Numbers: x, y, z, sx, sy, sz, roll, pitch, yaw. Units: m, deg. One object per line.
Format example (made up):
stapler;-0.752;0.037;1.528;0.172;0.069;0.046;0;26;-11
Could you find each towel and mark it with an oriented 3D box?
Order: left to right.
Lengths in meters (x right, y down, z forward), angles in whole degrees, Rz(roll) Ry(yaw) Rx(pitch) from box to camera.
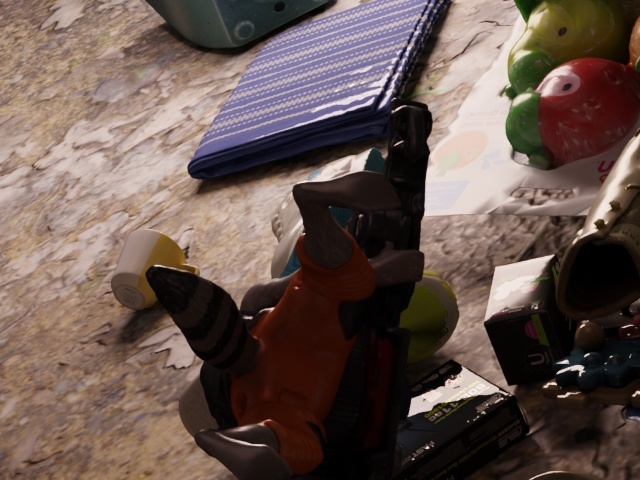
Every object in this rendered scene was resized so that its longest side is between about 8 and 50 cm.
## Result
towel;0.004;-0.174;2.148;0.243;0.040;0.336;-15;25;24

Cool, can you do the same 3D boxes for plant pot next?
plant pot;-0.107;-0.381;2.408;0.247;0.247;0.252;-28;42;-6

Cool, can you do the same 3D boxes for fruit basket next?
fruit basket;0.256;-0.151;1.718;0.327;0.165;0.353;0;38;42

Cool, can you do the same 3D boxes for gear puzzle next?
gear puzzle;0.313;0.072;1.304;0.175;0.044;0.339;-24;16;-40

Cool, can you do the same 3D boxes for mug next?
mug;-0.164;0.031;1.866;0.078;0.062;0.064;-14;34;36

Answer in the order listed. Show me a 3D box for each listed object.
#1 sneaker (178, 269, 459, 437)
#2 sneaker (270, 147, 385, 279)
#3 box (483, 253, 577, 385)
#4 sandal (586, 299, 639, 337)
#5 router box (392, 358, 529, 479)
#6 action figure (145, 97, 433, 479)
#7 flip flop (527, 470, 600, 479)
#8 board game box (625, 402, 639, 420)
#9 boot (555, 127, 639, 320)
sneaker;0.002;0.094;1.589;0.240;0.091;0.126;-23;7;5
sneaker;0.000;0.000;1.759;0.092;0.087;0.229;-20;18;28
box;0.163;0.061;1.505;0.052;0.062;0.083;-13;27;21
sandal;0.271;0.016;1.520;0.179;0.040;0.067;-35;27;-20
router box;0.079;0.146;1.446;0.122;0.038;0.092;-33;27;-16
action figure;-0.017;0.043;1.330;0.178;0.341;0.330;8;-15;0
flip flop;0.130;0.229;1.189;0.112;0.080;0.277;-11;29;28
board game box;0.292;0.117;1.310;0.133;0.033;0.168;-20;15;-31
boot;0.253;-0.045;1.425;0.165;0.077;0.213;-53;-2;-45
